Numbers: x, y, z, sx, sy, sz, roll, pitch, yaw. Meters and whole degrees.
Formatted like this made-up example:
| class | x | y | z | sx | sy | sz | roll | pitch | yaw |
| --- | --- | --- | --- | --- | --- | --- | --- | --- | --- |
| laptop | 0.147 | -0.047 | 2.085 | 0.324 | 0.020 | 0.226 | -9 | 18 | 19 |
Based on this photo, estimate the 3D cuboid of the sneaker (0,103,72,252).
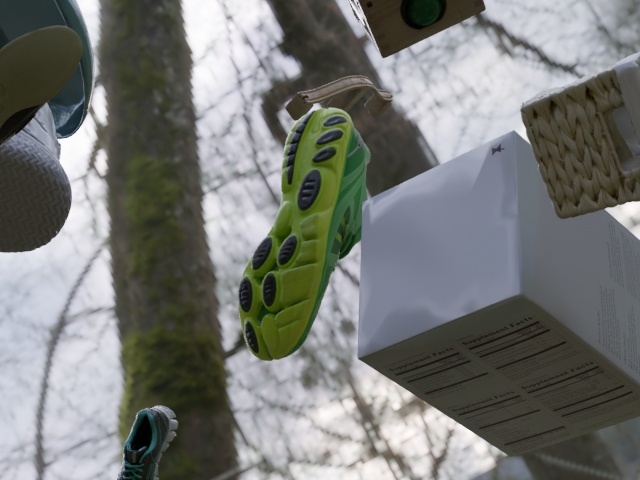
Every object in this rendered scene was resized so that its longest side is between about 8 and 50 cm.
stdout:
| class | x | y | z | sx | sy | sz | roll | pitch | yaw |
| --- | --- | --- | --- | --- | --- | --- | --- | --- | --- |
| sneaker | -0.406 | -0.124 | 1.338 | 0.137 | 0.366 | 0.210 | -59 | 17 | 19 |

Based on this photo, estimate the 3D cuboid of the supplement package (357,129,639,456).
| class | x | y | z | sx | sy | sz | roll | pitch | yaw |
| --- | --- | --- | --- | --- | --- | --- | --- | --- | --- |
| supplement package | 0.196 | 0.063 | 1.440 | 0.198 | 0.199 | 0.263 | -25 | -44 | 34 |

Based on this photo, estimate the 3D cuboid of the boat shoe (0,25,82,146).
| class | x | y | z | sx | sy | sz | roll | pitch | yaw |
| --- | --- | --- | --- | --- | --- | --- | --- | --- | --- |
| boat shoe | -0.222 | -0.104 | 0.998 | 0.133 | 0.049 | 0.042 | -44 | 9 | 5 |

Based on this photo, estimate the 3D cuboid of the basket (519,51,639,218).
| class | x | y | z | sx | sy | sz | roll | pitch | yaw |
| --- | --- | --- | --- | --- | --- | --- | --- | --- | --- |
| basket | 0.239 | -0.087 | 1.167 | 0.103 | 0.113 | 0.167 | -19 | 4 | 21 |

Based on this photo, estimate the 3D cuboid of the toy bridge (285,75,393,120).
| class | x | y | z | sx | sy | sz | roll | pitch | yaw |
| --- | --- | --- | --- | --- | --- | --- | --- | --- | --- |
| toy bridge | 0.036 | -0.187 | 1.830 | 0.188 | 0.026 | 0.063 | -9 | -31 | -50 |

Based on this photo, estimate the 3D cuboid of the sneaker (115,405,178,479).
| class | x | y | z | sx | sy | sz | roll | pitch | yaw |
| --- | --- | --- | --- | --- | --- | --- | --- | --- | --- |
| sneaker | -0.247 | 0.299 | 1.886 | 0.065 | 0.166 | 0.076 | 11 | -12 | 15 |

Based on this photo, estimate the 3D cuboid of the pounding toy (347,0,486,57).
| class | x | y | z | sx | sy | sz | roll | pitch | yaw |
| --- | --- | --- | --- | --- | --- | --- | --- | --- | --- |
| pounding toy | 0.090 | -0.255 | 1.333 | 0.130 | 0.141 | 0.100 | -26 | -58 | 1 |

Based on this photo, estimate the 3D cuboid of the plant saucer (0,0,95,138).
| class | x | y | z | sx | sy | sz | roll | pitch | yaw |
| --- | --- | --- | --- | --- | --- | --- | --- | --- | --- |
| plant saucer | -0.358 | -0.266 | 1.624 | 0.044 | 0.317 | 0.317 | -37 | -11 | -30 |

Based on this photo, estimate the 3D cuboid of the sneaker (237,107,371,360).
| class | x | y | z | sx | sy | sz | roll | pitch | yaw |
| --- | --- | --- | --- | --- | --- | --- | --- | --- | --- |
| sneaker | 0.000 | 0.000 | 1.563 | 0.109 | 0.295 | 0.123 | 4 | -21 | 40 |
